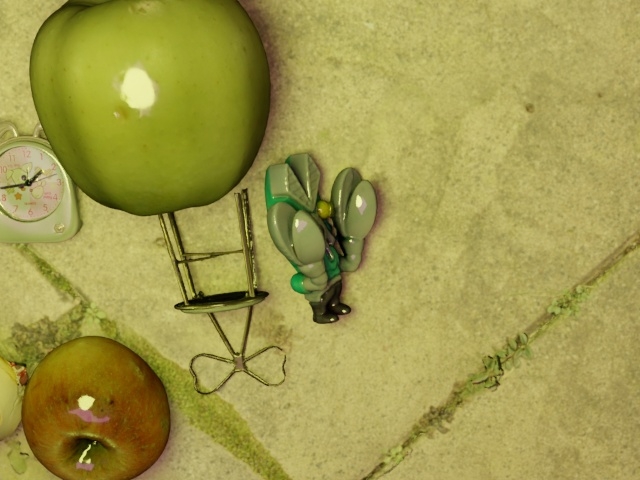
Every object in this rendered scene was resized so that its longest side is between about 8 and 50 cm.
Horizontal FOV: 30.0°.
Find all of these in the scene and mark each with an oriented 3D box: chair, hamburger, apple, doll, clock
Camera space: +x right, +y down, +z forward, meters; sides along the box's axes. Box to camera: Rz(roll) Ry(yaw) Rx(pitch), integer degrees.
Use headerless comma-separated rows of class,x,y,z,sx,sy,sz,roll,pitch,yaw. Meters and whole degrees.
chair,-0.151,0.090,1.848,0.160,0.170,0.325,-8,95,1
hamburger,-0.563,0.230,1.894,0.210,0.116,0.173,23,112,11
apple,-0.349,0.262,1.876,0.237,0.207,0.236,1,121,1
doll,0.009,-0.013,1.841,0.153,0.195,0.258,-5,134,36
apple,-0.232,-0.206,1.692,0.357,0.357,0.357,0,102,1
clock,-0.451,-0.091,1.860,0.152,0.062,0.190,0,101,2
